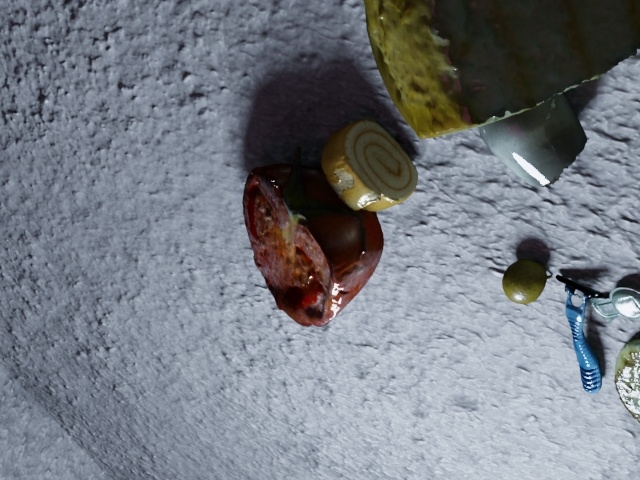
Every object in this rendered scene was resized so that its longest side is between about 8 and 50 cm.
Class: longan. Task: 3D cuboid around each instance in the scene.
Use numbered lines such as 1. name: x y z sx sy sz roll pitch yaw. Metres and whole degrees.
1. longan: 0.327 0.065 1.733 0.083 0.075 0.075 -6 146 -18

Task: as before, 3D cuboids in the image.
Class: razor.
1. razor: 0.425 0.161 1.780 0.082 0.042 0.253 26 150 40

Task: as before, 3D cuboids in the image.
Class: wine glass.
1. wine glass: 0.246 -0.190 1.456 0.241 0.126 0.126 47 141 -19

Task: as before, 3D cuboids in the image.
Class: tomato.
1. tomato: 0.005 -0.004 1.802 0.309 0.170 0.309 52 153 40

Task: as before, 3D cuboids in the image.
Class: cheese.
1. cheese: 0.467 0.099 1.696 0.067 0.026 0.120 47 152 -12

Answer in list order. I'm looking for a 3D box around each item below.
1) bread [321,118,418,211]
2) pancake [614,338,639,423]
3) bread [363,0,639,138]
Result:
1. bread: 0.070 -0.107 1.674 0.149 0.122 0.073 48 144 -17
2. pancake: 0.578 0.246 1.749 0.253 0.037 0.253 30 147 22
3. bread: 0.222 -0.288 1.240 0.239 0.395 0.264 65 160 -10
